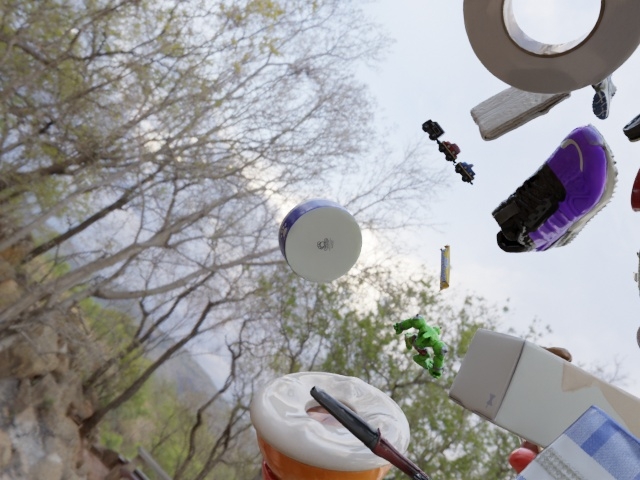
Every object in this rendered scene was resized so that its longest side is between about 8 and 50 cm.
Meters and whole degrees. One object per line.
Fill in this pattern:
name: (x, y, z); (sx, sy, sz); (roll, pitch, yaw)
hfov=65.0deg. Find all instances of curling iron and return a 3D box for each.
curling iron: (0.093, 0.307, 0.761); (0.274, 0.035, 0.068); (42, -22, -4)

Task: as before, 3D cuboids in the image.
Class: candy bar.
candy bar: (0.358, 0.079, 1.449); (0.018, 0.161, 0.040); (30, -41, -21)

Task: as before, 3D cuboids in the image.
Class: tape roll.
tape roll: (0.505, -0.508, 1.084); (0.392, 0.072, 0.392); (25, -40, 23)

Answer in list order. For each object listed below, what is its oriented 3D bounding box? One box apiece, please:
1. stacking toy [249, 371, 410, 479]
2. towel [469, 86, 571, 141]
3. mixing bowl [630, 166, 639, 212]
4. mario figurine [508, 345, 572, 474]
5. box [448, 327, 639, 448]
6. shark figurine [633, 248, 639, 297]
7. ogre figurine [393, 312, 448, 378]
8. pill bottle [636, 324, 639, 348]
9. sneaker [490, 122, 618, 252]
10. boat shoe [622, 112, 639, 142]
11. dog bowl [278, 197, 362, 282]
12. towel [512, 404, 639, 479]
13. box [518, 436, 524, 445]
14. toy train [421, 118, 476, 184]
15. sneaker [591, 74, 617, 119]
stacking toy: (-0.010, 0.573, 1.134); (0.350, 0.350, 0.480); (19, -75, 41)
towel: (0.598, -0.414, 1.510); (0.282, 0.187, 0.049); (-27, -57, 21)
mixing bowl: (0.959, -0.153, 1.399); (0.098, 0.181, 0.181); (27, -32, 47)
mario figurine: (0.524, 0.407, 1.095); (0.198, 0.320, 0.170); (36, -34, -29)
box: (0.366, 0.254, 0.734); (0.311, 0.121, 0.148); (28, -7, -9)
shark figurine: (1.093, 0.062, 1.630); (0.116, 0.166, 0.278); (2, -75, 21)
ogre figurine: (0.306, 0.302, 1.485); (0.118, 0.097, 0.197); (118, -37, -44)
pill bottle: (0.830, 0.195, 1.154); (0.124, 0.221, 0.124); (24, -57, 43)
sneaker: (0.360, -0.059, 0.819); (0.293, 0.146, 0.102); (81, -5, -57)
boat shoe: (0.382, -0.158, 0.542); (0.042, 0.049, 0.133); (35, -35, -2)
dog bowl: (0.000, 0.000, 1.640); (0.265, 0.265, 0.104); (59, -4, -23)
towel: (0.275, 0.328, 0.506); (0.209, 0.285, 0.034); (42, -21, 39)
box: (0.693, 0.622, 1.469); (0.181, 0.182, 0.119); (-16, -40, 11)
toy train: (0.258, -0.177, 0.994); (0.158, 0.036, 0.027); (54, 17, 6)
sneaker: (0.764, -0.390, 1.341); (0.052, 0.058, 0.135); (-177, -97, -77)
